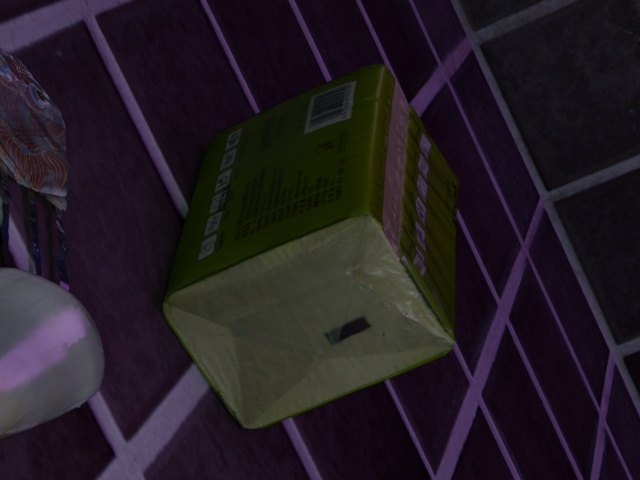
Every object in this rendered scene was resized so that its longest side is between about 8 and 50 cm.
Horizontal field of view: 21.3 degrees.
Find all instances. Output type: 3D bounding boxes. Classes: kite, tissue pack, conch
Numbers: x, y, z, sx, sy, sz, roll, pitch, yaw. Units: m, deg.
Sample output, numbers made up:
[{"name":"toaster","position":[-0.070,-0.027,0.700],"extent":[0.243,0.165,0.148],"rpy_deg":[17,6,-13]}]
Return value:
[{"name":"kite","position":[-0.212,-0.046,1.223],"extent":[0.127,0.016,0.229],"rpy_deg":[42,27,-47]},{"name":"tissue pack","position":[0.000,0.000,1.466],"extent":[0.167,0.200,0.275],"rpy_deg":[57,20,-26]},{"name":"conch","position":[-0.201,0.075,1.037],"extent":[0.176,0.094,0.104],"rpy_deg":[-32,114,-45]}]
